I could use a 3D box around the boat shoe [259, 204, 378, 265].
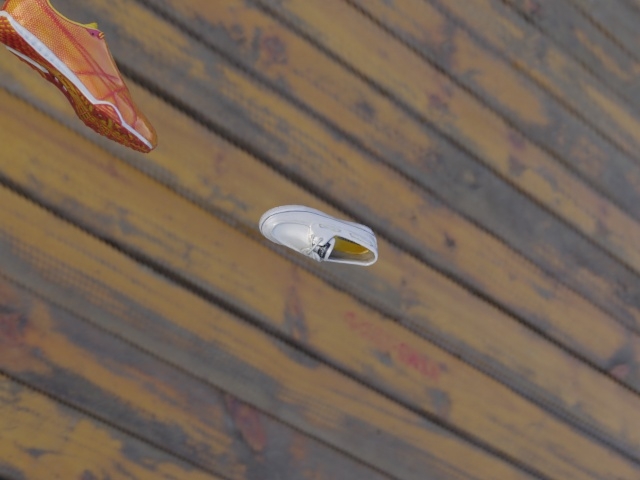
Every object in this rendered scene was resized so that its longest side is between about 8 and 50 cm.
[{"bbox_3d":[0.000,0.000,1.021,0.100,0.035,0.035,15,30,-20],"label":"boat shoe"}]

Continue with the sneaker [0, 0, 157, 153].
[{"bbox_3d":[-0.191,-0.143,1.073,0.175,0.064,0.067,49,65,-28],"label":"sneaker"}]
